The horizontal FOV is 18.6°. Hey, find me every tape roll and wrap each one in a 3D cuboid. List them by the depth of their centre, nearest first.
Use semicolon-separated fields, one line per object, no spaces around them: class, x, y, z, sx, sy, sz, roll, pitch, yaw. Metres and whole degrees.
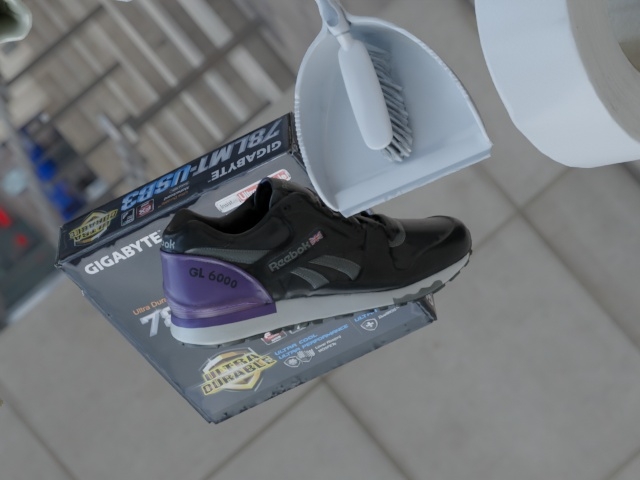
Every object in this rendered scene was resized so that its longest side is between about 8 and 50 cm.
tape roll;0.262;-0.213;1.793;0.100;0.286;0.286;-9;131;41

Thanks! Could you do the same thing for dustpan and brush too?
dustpan and brush;0.027;-0.138;1.475;0.060;0.147;0.211;-3;-108;-62

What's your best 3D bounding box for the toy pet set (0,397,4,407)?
toy pet set;-0.382;0.146;1.993;0.114;0.065;0.122;51;-145;-26

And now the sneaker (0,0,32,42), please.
sneaker;-0.284;-0.164;1.408;0.086;0.064;0.192;30;-156;20

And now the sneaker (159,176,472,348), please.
sneaker;0.000;0.000;1.690;0.107;0.283;0.124;-150;48;-64

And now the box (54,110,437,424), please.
box;-0.075;0.037;2.051;0.293;0.296;0.073;50;-157;-38
